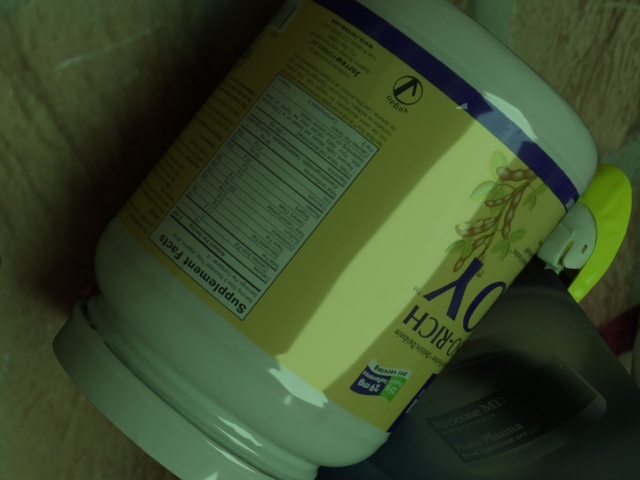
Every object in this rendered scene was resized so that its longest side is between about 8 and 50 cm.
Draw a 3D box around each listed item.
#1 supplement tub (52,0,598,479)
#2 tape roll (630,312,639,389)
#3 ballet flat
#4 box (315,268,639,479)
[{"bbox_3d":[0.000,0.000,0.904,0.331,0.241,0.241,-52,135,2],"label":"supplement tub"},{"bbox_3d":[0.489,0.153,1.270,0.392,0.392,0.072,-22,128,-25],"label":"tape roll"},{"bbox_3d":[0.198,0.032,1.182,0.231,0.077,0.077,-57,155,11],"label":"ballet flat"},{"bbox_3d":[0.109,0.204,1.034,0.296,0.294,0.183,-17,127,-8],"label":"box"}]
